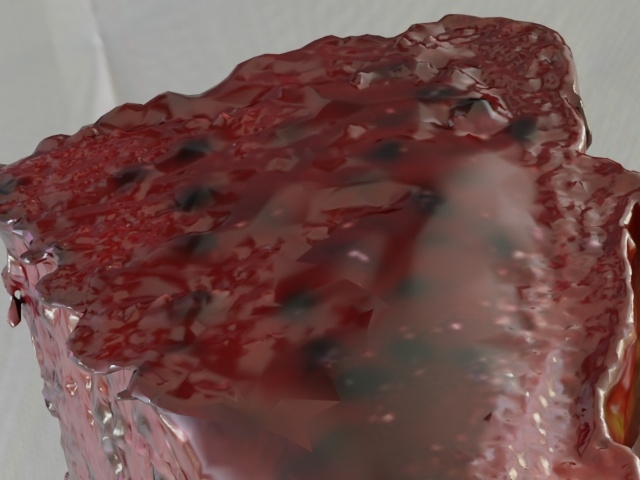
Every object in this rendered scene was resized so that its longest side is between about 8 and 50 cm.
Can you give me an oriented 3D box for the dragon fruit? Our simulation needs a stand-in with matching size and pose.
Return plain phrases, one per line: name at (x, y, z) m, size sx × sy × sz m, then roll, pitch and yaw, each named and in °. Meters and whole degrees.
dragon fruit at (0.049, 0.107, 0.508) m, size 0.228 × 0.286 × 0.329 m, roll -17°, pitch -155°, yaw -21°
